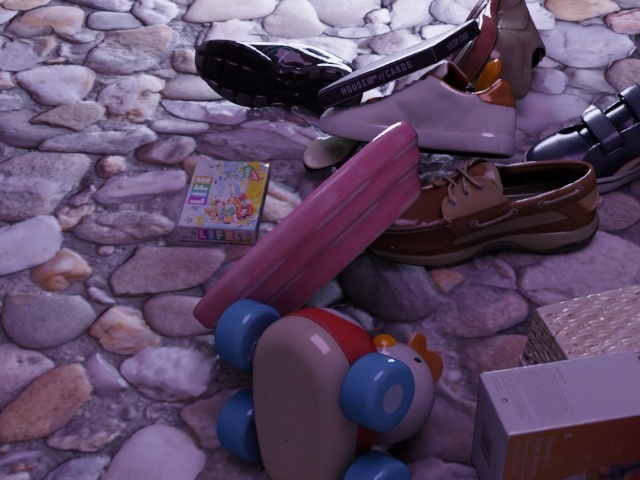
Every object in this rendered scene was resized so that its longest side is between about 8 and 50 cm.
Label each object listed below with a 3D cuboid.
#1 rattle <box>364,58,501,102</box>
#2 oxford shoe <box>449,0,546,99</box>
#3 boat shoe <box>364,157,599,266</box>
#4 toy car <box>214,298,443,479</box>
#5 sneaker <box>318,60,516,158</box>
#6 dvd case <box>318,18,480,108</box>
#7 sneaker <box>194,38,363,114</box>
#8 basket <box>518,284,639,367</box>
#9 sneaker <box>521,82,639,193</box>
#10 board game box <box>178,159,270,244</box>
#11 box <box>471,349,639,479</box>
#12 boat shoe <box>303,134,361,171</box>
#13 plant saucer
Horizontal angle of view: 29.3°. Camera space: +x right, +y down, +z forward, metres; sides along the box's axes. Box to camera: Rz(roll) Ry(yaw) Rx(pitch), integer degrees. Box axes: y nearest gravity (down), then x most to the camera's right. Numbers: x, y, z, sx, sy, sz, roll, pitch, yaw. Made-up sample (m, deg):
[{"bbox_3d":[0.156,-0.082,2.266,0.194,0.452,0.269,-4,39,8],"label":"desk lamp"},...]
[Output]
[{"bbox_3d":[0.151,-0.211,1.780,0.200,0.143,0.130,25,63,20],"label":"rattle"},{"bbox_3d":[0.294,-0.320,1.960,0.130,0.123,0.348,31,39,-5],"label":"oxford shoe"},{"bbox_3d":[0.205,-0.053,1.588,0.324,0.120,0.122,-6,39,-8],"label":"boat shoe"},{"bbox_3d":[0.047,0.149,1.292,0.219,0.210,0.238,19,28,39],"label":"toy car"},{"bbox_3d":[0.134,-0.181,1.660,0.290,0.123,0.106,7,2,30],"label":"sneaker"},{"bbox_3d":[0.116,-0.252,1.735,0.179,0.029,0.239,-19,11,27],"label":"dvd case"},{"bbox_3d":[-0.060,-0.255,1.882,0.267,0.101,0.106,15,31,5],"label":"sneaker"},{"bbox_3d":[0.323,0.126,1.377,0.167,0.103,0.113,-11,41,-14],"label":"basket"},{"bbox_3d":[0.435,-0.157,1.718,0.321,0.127,0.126,-12,41,-12],"label":"sneaker"},{"bbox_3d":[-0.129,-0.054,1.667,0.103,0.026,0.154,3,39,4],"label":"board game box"},{"bbox_3d":[0.253,0.199,1.263,0.170,0.130,0.091,-8,39,-9],"label":"box"},{"bbox_3d":[0.020,-0.130,1.753,0.049,0.042,0.133,38,49,12],"label":"boat shoe"},{"bbox_3d":[0.000,0.000,1.414,0.084,0.332,0.332,47,50,1],"label":"plant saucer"}]
